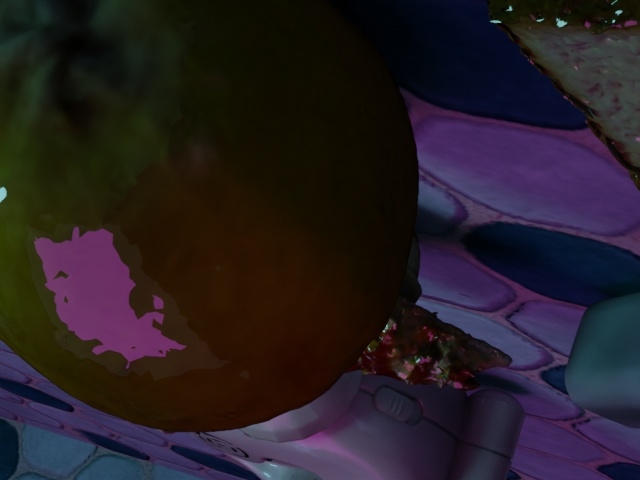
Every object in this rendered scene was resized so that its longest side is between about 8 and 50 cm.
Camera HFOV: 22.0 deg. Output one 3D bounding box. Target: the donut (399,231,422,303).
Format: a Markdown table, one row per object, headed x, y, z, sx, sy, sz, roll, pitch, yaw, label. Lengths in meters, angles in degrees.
| x | y | z | sx | sy | sz | roll | pitch | yaw | label |
| --- | --- | --- | --- | --- | --- | --- | --- | --- | --- |
| 0.000 | 0.000 | 1.242 | 0.174 | 0.068 | 0.174 | 21 | 164 | 6 | donut |

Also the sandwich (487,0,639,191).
| x | y | z | sx | sy | sz | roll | pitch | yaw | label |
| --- | --- | --- | --- | --- | --- | --- | --- | --- | --- |
| 0.245 | -0.061 | 0.684 | 0.271 | 0.099 | 0.301 | -1 | 154 | 35 | sandwich |

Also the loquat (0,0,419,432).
| x | y | z | sx | sy | sz | roll | pitch | yaw | label |
| --- | --- | --- | --- | --- | --- | --- | --- | --- | --- |
| -0.087 | -0.032 | 0.909 | 0.276 | 0.276 | 0.284 | 12 | 159 | 28 | loquat |

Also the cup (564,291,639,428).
| x | y | z | sx | sy | sz | roll | pitch | yaw | label |
| --- | --- | --- | --- | --- | --- | --- | --- | --- | --- |
| 0.260 | 0.090 | 1.178 | 0.128 | 0.095 | 0.129 | 22 | 167 | -16 | cup |

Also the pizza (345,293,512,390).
| x | y | z | sx | sy | sz | roll | pitch | yaw | label |
| --- | --- | --- | --- | --- | --- | --- | --- | --- | --- |
| 0.040 | 0.074 | 1.201 | 0.199 | 0.062 | 0.188 | 17 | 165 | 9 | pizza |

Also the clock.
| x | y | z | sx | sy | sz | roll | pitch | yaw | label |
| --- | --- | --- | --- | --- | --- | --- | --- | --- | --- |
| -0.012 | 0.162 | 1.627 | 0.326 | 0.184 | 0.342 | 33 | 155 | -25 | clock |
